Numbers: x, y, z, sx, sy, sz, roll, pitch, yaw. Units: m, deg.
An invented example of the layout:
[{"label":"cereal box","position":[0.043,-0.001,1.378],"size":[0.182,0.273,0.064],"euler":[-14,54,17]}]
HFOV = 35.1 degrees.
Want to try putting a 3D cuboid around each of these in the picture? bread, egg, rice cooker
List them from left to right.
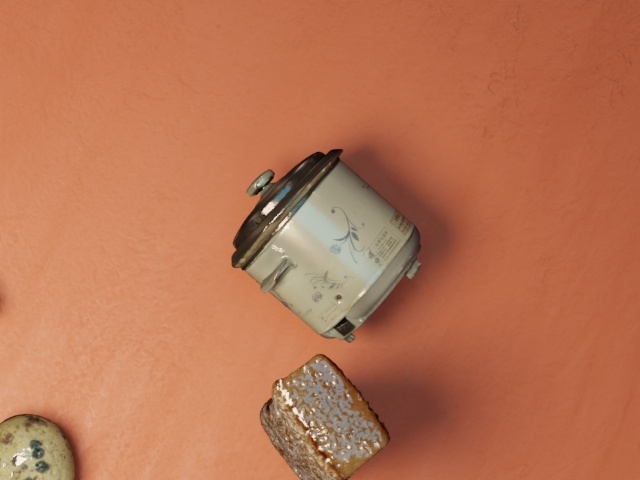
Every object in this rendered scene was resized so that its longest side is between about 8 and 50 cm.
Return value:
[{"label":"egg","position":[-0.456,0.362,1.586],"size":[0.141,0.141,0.181],"euler":[-19,90,-12]},{"label":"bread","position":[-0.010,0.285,1.535],"size":[0.113,0.416,0.165],"euler":[-34,81,-14]},{"label":"rice cooker","position":[0.000,0.000,1.672],"size":[0.317,0.264,0.316],"euler":[14,57,-23]}]
